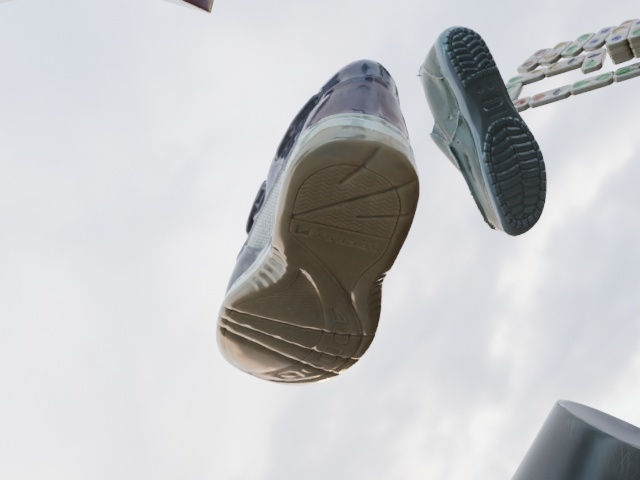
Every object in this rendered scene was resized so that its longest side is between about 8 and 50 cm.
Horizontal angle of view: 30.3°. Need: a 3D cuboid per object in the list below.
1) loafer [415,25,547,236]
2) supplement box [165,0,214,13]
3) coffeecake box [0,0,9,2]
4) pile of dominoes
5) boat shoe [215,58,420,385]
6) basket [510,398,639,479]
[{"bbox_3d":[0.184,-0.122,1.374,0.094,0.251,0.087,-15,-6,-33],"label":"loafer"},{"bbox_3d":[-0.103,-0.198,0.838,0.083,0.043,0.055,-7,-66,-74],"label":"supplement box"},{"bbox_3d":[-0.359,-0.327,1.159,0.068,0.186,0.142,-9,8,16],"label":"coffeecake box"},{"bbox_3d":[0.352,-0.253,1.573,0.040,0.251,0.196,61,-145,-22],"label":"pile of dominoes"},{"bbox_3d":[0.000,0.000,0.764,0.285,0.102,0.092,110,175,-53],"label":"boat shoe"},{"bbox_3d":[0.200,0.254,0.937,0.154,0.204,0.227,21,-86,-28],"label":"basket"}]
